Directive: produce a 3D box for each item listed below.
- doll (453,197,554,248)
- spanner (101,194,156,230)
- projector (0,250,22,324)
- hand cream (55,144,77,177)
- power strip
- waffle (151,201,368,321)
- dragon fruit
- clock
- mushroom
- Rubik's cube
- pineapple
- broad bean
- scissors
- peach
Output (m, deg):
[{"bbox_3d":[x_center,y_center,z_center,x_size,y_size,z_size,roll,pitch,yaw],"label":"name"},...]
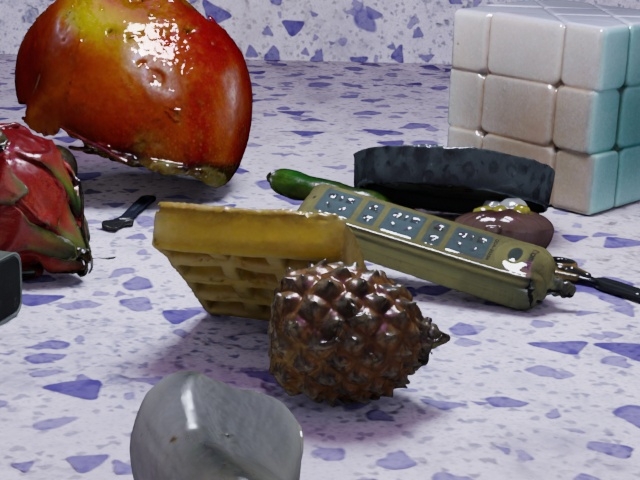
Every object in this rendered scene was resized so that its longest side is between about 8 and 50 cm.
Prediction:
[{"bbox_3d":[0.256,-0.016,1.976,0.145,0.096,0.188,4,4,-6],"label":"doll"},{"bbox_3d":[-0.297,-0.045,2.147,0.046,0.012,0.208,3,16,8],"label":"spanner"},{"bbox_3d":[-0.417,0.055,1.654,0.082,0.083,0.083,7,17,17],"label":"projector"},{"bbox_3d":[-0.484,-0.131,2.320,0.084,0.084,0.203,-7,13,-30],"label":"hand cream"},{"bbox_3d":[0.150,0.009,1.807,0.387,0.066,0.092,18,40,16],"label":"power strip"},{"bbox_3d":[-0.056,0.035,1.587,0.221,0.055,0.248,5,-24,16],"label":"waffle"},{"bbox_3d":[-0.410,-0.038,1.831,0.293,0.234,0.234,32,15,-6],"label":"dragon fruit"},{"bbox_3d":[0.201,-0.089,2.083,0.312,0.061,0.312,6,-5,1],"label":"clock"},{"bbox_3d":[-0.066,0.206,1.105,0.159,0.122,0.329,-11,19,-10],"label":"mushroom"},{"bbox_3d":[0.437,-0.245,2.388,0.318,0.316,0.321,17,23,41],"label":"Rubik's cube"},{"bbox_3d":[0.041,0.097,1.437,0.193,0.166,0.166,2,16,-3],"label":"pineapple"},{"bbox_3d":[0.039,-0.060,2.042,0.292,0.049,0.144,18,0,17],"label":"broad bean"},{"bbox_3d":[0.380,0.057,1.862,0.088,0.017,0.220,-8,18,-41],"label":"scissors"},{"bbox_3d":[-0.299,-0.245,2.284,0.353,0.417,0.339,-35,-6,15],"label":"peach"}]
